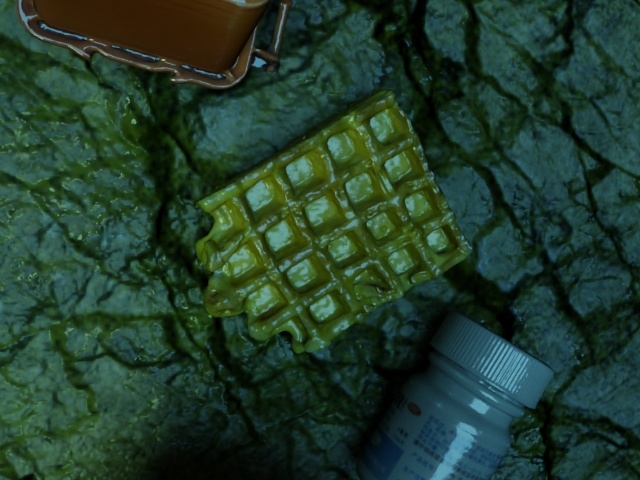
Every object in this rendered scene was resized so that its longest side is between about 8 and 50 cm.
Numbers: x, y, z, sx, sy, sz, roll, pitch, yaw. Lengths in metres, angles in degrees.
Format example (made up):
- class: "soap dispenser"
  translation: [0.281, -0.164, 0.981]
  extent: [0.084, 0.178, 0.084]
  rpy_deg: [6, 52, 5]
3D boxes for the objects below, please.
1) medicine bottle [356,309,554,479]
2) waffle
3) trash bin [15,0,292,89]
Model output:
- class: "medicine bottle"
  translation: [0.113, 0.155, 0.567]
  extent: [0.105, 0.105, 0.168]
  rpy_deg: [32, 90, -19]
- class: "waffle"
  translation: [0.000, 0.000, 0.530]
  extent: [0.211, 0.055, 0.160]
  rpy_deg: [-33, 106, -9]
- class: "trash bin"
  translation: [-0.077, -0.179, 0.379]
  extent: [0.185, 0.239, 0.161]
  rpy_deg: [12, 96, -20]
